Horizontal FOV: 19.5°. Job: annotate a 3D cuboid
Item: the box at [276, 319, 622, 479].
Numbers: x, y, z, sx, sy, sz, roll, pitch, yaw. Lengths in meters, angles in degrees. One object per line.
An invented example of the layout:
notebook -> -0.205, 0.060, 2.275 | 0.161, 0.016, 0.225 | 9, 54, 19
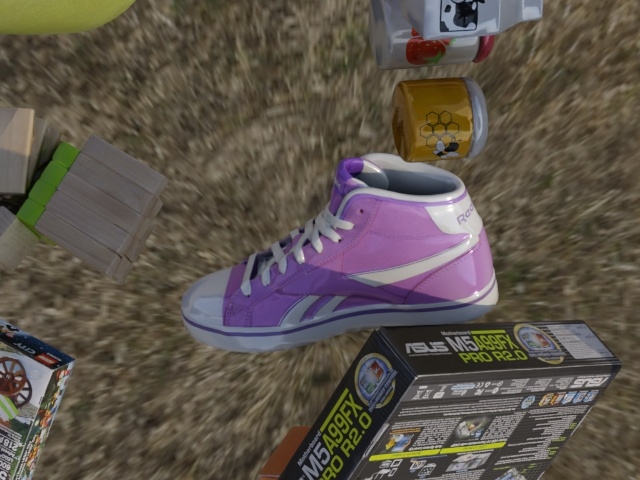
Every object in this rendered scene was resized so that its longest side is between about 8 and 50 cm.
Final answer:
box -> 0.100, 0.165, 1.548 | 0.060, 0.270, 0.216 | 51, 123, 33

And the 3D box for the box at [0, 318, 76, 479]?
box -> -0.339, 0.123, 1.598 | 0.233, 0.044, 0.159 | 26, 106, 15

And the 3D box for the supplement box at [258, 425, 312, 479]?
supplement box -> 0.022, 0.286, 1.734 | 0.080, 0.078, 0.233 | -2, 123, 33

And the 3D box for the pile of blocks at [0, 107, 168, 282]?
pile of blocks -> -0.317, -0.042, 1.764 | 0.362, 0.112, 0.149 | 5, 77, 7

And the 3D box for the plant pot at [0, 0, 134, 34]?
plant pot -> -0.232, -0.250, 1.232 | 0.274, 0.293, 0.275 | -7, 74, 25

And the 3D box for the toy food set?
toy food set -> 0.084, -0.155, 0.870 | 0.104, 0.111, 0.232 | -6, 114, -12

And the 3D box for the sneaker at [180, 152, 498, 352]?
sneaker -> 0.000, -0.001, 1.593 | 0.282, 0.102, 0.161 | -10, 125, 12
